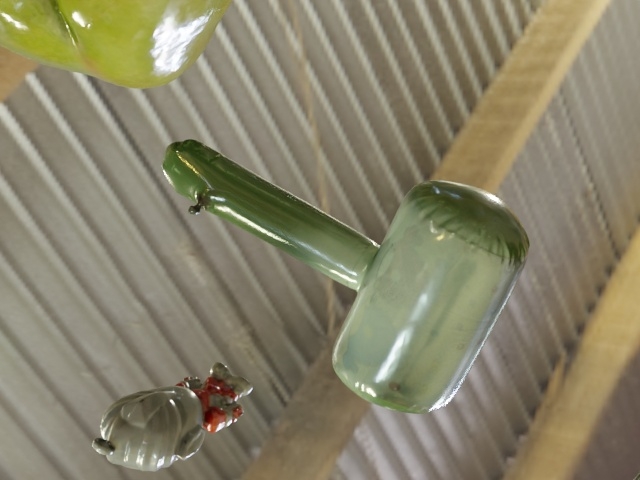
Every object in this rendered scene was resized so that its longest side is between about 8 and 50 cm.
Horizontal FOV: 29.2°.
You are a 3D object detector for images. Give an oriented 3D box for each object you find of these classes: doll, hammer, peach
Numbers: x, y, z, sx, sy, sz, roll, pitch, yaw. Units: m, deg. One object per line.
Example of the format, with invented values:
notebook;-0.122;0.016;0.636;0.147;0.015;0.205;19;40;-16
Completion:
doll;-0.132;0.157;1.096;0.180;0.094;0.079;-24;-44;-48
hammer;0.000;0.000;1.071;0.206;0.335;0.119;-66;-13;20
peach;-0.205;-0.295;1.073;0.315;0.281;0.314;-88;0;-49

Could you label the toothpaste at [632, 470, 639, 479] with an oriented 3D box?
toothpaste;0.130;0.103;0.455;0.248;0.047;0.078;-33;-44;-41
